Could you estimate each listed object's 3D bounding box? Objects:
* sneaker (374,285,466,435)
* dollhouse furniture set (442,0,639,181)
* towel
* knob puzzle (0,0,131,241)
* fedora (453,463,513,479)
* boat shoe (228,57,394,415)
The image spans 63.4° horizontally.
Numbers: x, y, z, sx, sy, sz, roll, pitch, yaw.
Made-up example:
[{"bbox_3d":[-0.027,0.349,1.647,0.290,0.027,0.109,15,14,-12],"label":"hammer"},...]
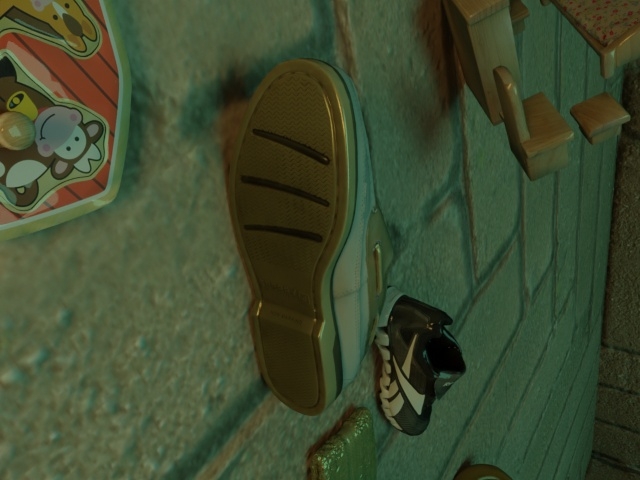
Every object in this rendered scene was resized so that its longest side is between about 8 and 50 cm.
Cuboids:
[{"bbox_3d":[0.129,0.169,0.647,0.078,0.106,0.234,-38,128,-40],"label":"sneaker"},{"bbox_3d":[0.338,-0.287,0.587,0.174,0.355,0.303,50,21,-48],"label":"dollhouse furniture set"},{"bbox_3d":[0.029,0.281,0.611,0.110,0.027,0.148,-30,123,-45],"label":"towel"},{"bbox_3d":[-0.165,-0.081,0.252,0.213,0.030,0.213,-19,114,-50],"label":"knob puzzle"},{"bbox_3d":[0.304,0.524,0.971,0.194,0.194,0.079,-46,170,-36],"label":"fedora"},{"bbox_3d":[0.000,0.000,0.437,0.103,0.113,0.303,-32,134,-46],"label":"boat shoe"}]
